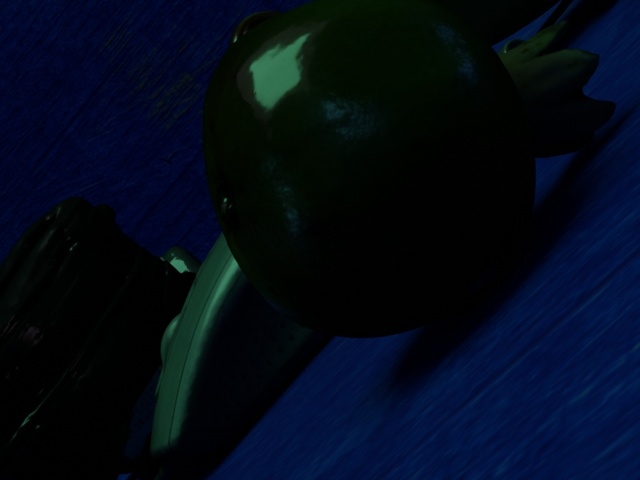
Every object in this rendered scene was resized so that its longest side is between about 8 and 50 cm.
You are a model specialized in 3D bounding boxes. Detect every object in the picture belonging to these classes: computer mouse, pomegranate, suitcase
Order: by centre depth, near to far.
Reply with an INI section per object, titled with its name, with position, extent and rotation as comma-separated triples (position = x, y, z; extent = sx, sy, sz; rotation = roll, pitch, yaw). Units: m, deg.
[pomegranate]
position = 0.050, -0.050, 0.779
extent = 0.225, 0.187, 0.187
rotation = -24, -6, -22
[computer mouse]
position = -0.037, 0.035, 1.199
extent = 0.371, 0.122, 0.188
rotation = -51, 3, -7
[suitcase]
position = -0.283, 0.159, 1.313
extent = 0.345, 0.188, 0.339
rotation = -40, 14, 34

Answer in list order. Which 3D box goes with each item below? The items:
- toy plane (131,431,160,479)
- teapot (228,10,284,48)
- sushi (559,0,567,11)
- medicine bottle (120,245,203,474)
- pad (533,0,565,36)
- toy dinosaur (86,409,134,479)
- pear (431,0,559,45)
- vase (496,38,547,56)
[toy plane]
position = -0.138, 0.187, 1.314
extent = 0.102, 0.040, 0.111
rotation = -58, 1, 26
[teapot]
position = -0.001, -0.073, 1.042
extent = 0.135, 0.252, 0.178
rotation = -8, -38, -34
[sushi]
position = 0.286, -0.272, 1.289
extent = 0.201, 0.031, 0.139
rotation = -50, -3, 2
[medicine bottle]
position = -0.206, 0.154, 1.642
extent = 0.293, 0.141, 0.141
rotation = -47, 4, -2
[pad]
position = 0.227, -0.218, 1.400
extent = 0.190, 0.004, 0.127
rotation = -53, -6, 33
[toy dinosaur]
position = -0.262, 0.290, 1.402
extent = 0.120, 0.079, 0.292
rotation = -36, 14, 46
[pear]
position = 0.119, -0.321, 1.379
extent = 0.309, 0.309, 0.309
rotation = -47, 4, 4
[vase]
position = 0.131, -0.099, 1.114
extent = 0.101, 0.053, 0.053
rotation = -50, 2, 41
